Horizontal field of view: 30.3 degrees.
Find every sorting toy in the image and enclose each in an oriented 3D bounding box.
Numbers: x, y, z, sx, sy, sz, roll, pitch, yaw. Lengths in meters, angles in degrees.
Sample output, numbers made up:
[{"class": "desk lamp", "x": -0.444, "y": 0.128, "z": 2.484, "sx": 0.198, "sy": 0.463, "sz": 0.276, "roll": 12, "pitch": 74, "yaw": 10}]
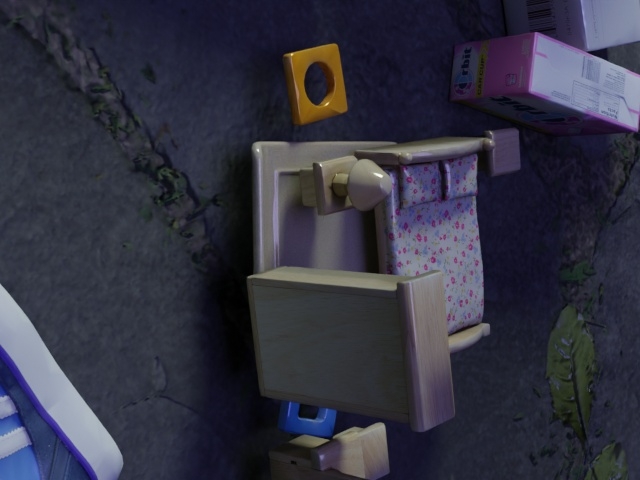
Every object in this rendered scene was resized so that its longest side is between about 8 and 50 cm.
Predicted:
[{"class": "sorting toy", "x": 0.000, "y": 0.000, "z": 1.064, "sx": 0.196, "sy": 0.047, "sz": 0.348, "roll": -5, "pitch": 96, "yaw": -46}]

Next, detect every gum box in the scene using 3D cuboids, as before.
[{"class": "gum box", "x": 0.238, "y": -0.155, "z": 1.219, "sx": 0.188, "sy": 0.107, "sz": 0.062, "roll": 12, "pitch": 83, "yaw": -39}]

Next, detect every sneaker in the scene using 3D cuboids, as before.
[{"class": "sneaker", "x": -0.287, "y": 0.146, "z": 0.770, "sx": 0.236, "sy": 0.130, "sz": 0.323, "roll": -53, "pitch": 127, "yaw": -31}]

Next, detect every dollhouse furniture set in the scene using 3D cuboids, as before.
[{"class": "dollhouse furniture set", "x": 0.127, "y": 0.067, "z": 1.042, "sx": 0.355, "sy": 0.173, "sz": 0.303, "roll": -15, "pitch": 103, "yaw": -45}]

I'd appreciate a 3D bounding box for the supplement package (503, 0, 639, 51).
[{"class": "supplement package", "x": 0.293, "y": -0.257, "z": 1.265, "sx": 0.179, "sy": 0.105, "sz": 0.105, "roll": -16, "pitch": 100, "yaw": -39}]
